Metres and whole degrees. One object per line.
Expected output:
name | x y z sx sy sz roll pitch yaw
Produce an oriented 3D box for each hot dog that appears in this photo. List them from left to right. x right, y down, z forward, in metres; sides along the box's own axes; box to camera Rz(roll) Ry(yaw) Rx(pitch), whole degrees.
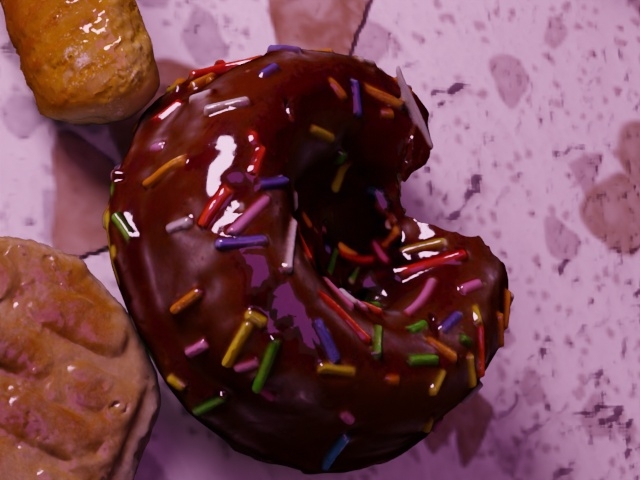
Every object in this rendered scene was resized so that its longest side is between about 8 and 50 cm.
hot dog | -0.148 -0.195 0.956 0.061 0.088 0.286 0 68 -64

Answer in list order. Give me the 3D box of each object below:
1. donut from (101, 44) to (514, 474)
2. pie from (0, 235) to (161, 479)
donut | 0.000 0.001 0.953 0.216 0.096 0.230 1 71 -41
pie | -0.167 0.086 0.878 0.195 0.046 0.195 10 70 -28
